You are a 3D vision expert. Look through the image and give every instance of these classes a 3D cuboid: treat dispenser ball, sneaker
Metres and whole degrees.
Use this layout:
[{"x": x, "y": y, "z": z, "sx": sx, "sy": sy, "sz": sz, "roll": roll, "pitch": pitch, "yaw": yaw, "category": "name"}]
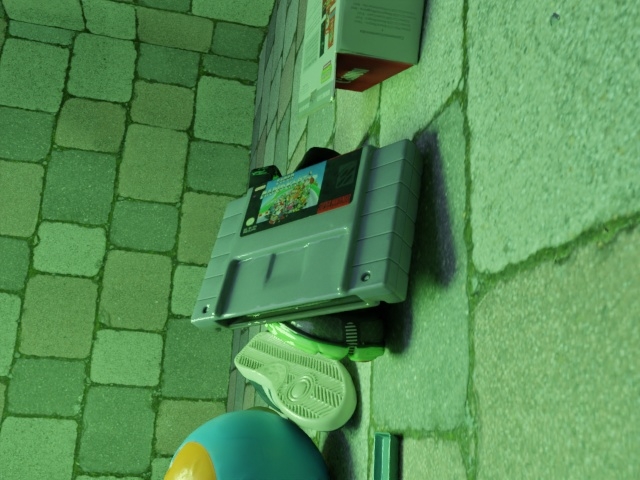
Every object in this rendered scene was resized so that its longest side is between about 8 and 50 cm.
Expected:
[{"x": -0.122, "y": 0.434, "z": 1.089, "sx": 0.288, "sy": 0.288, "sz": 0.288, "roll": -173, "pitch": 90, "yaw": -78, "category": "treat dispenser ball"}, {"x": -0.022, "y": 0.272, "z": 1.168, "sx": 0.131, "sy": 0.148, "sz": 0.350, "roll": -43, "pitch": 26, "yaw": -15, "category": "sneaker"}, {"x": 0.000, "y": 0.000, "z": 1.023, "sx": 0.483, "sy": 0.185, "sz": 0.202, "roll": -106, "pitch": 28, "yaw": -54, "category": "sneaker"}]

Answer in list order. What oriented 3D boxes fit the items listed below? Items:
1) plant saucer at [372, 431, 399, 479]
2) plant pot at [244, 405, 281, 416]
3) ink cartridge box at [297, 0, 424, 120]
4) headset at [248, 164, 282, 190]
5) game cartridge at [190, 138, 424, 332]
[{"x": 0.082, "y": 0.345, "z": 0.827, "sx": 0.067, "sy": 0.018, "sz": 0.192, "roll": 132, "pitch": 142, "yaw": -70, "category": "plant saucer"}, {"x": -0.158, "y": 0.490, "z": 1.418, "sx": 0.274, "sy": 0.256, "sz": 0.256, "roll": -66, "pitch": -13, "yaw": -74, "category": "plant pot"}, {"x": 0.057, "y": -0.336, "z": 1.062, "sx": 0.309, "sy": 0.130, "sz": 0.272, "roll": -152, "pitch": 67, "yaw": -78, "category": "ink cartridge box"}, {"x": -0.100, "y": 0.045, "z": 1.357, "sx": 0.243, "sy": 0.185, "sz": 0.394, "roll": -51, "pitch": -53, "yaw": -81, "category": "headset"}, {"x": -0.028, "y": -0.001, "z": 0.903, "sx": 0.355, "sy": 0.068, "sz": 0.230, "roll": -15, "pitch": 55, "yaw": 38, "category": "game cartridge"}]
